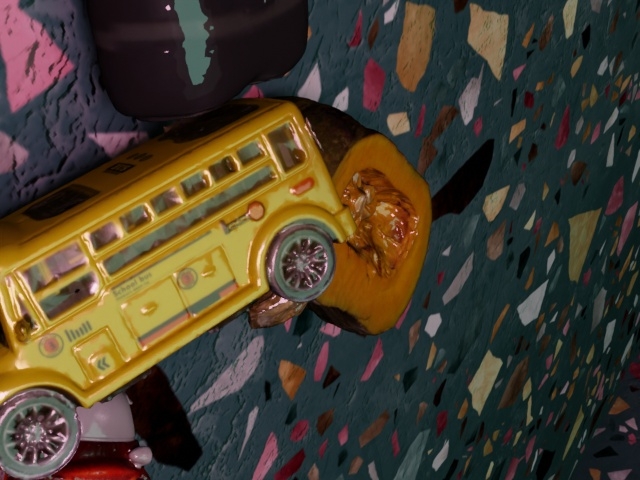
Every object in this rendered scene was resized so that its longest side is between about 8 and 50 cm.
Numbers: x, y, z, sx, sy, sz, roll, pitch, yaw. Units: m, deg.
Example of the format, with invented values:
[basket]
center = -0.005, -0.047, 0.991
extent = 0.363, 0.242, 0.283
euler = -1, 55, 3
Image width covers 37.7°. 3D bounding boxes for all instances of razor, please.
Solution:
[razor]
center = -0.084, -0.265, 0.668
extent = 0.204, 0.113, 0.349
euler = -33, 134, -48

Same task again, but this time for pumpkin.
[pumpkin]
center = 0.000, 0.000, 0.961
extent = 0.222, 0.139, 0.317
euler = -67, 153, -10

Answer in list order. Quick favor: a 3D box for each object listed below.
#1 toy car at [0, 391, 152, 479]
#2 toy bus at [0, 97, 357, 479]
[toy car]
center = -0.205, 0.165, 0.772
extent = 0.139, 0.112, 0.112
euler = 13, 82, -51
[toy bus]
center = -0.145, 0.023, 0.677
extent = 0.330, 0.144, 0.152
euler = -32, 114, -24
